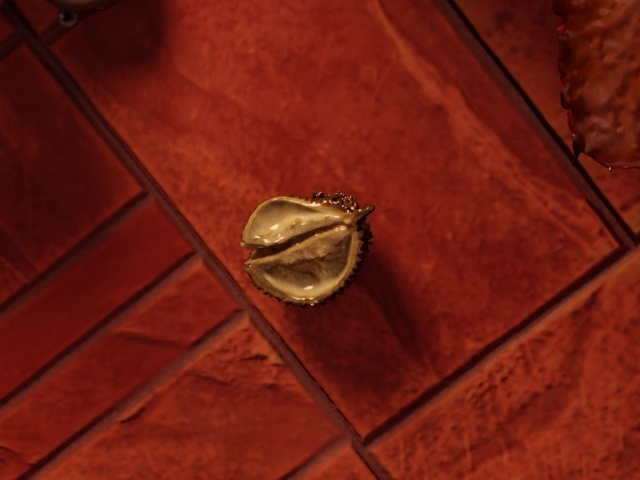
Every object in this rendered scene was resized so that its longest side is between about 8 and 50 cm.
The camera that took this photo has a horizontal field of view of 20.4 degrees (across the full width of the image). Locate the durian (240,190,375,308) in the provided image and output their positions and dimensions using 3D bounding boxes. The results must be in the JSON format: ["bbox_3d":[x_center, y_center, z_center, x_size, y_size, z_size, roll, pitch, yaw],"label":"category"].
[{"bbox_3d":[-0.001,-0.003,1.632,0.140,0.071,0.110,-29,92,22],"label":"durian"}]

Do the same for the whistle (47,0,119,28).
[{"bbox_3d":[-0.204,-0.299,1.606,0.107,0.057,0.220,14,96,16],"label":"whistle"}]

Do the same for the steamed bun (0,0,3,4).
[{"bbox_3d":[-0.406,-0.280,1.550,0.320,0.206,0.275,14,116,1],"label":"steamed bun"}]

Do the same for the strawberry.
[{"bbox_3d":[0.326,-0.214,1.538,0.253,0.150,0.280,-3,117,7],"label":"strawberry"}]
